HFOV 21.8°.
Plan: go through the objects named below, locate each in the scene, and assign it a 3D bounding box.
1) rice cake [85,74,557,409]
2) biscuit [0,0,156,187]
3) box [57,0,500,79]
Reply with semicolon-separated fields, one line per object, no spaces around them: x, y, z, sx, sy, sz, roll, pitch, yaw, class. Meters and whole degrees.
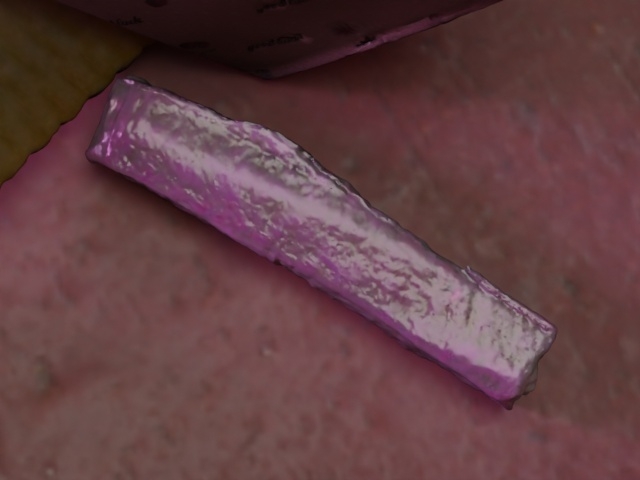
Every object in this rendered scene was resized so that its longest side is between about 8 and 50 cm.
0.000;0.000;0.668;0.207;0.036;0.047;33;74;-1;rice cake
-0.172;-0.143;0.621;0.172;0.029;0.254;-48;114;-29;biscuit
-0.067;-0.217;0.575;0.297;0.190;0.225;18;68;-40;box
